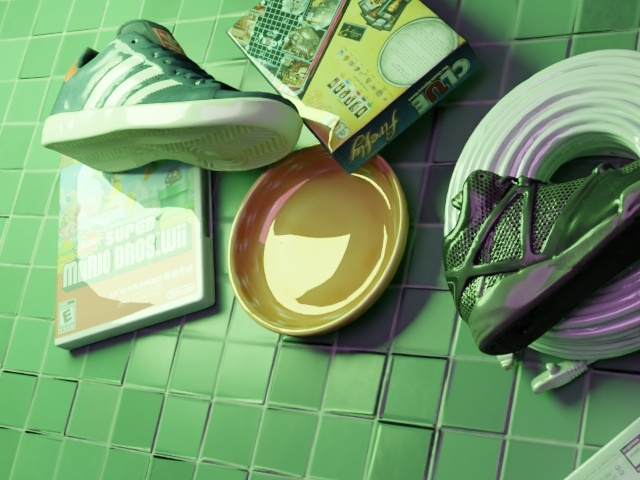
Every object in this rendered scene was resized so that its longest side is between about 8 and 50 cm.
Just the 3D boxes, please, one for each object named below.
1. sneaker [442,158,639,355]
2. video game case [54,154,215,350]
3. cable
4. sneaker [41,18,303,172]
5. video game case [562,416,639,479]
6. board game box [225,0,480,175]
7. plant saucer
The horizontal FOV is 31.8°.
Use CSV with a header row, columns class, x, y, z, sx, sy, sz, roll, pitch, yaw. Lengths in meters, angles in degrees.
class,x,y,z,sx,sy,sz,roll,pitch,yaw
sneaker,0.182,-0.028,0.837,0.227,0.087,0.130,-40,60,18
video game case,-0.209,-0.036,1.247,0.204,0.025,0.285,-18,61,26
cable,0.223,-0.032,0.924,0.257,0.089,0.257,-27,58,21
sneaker,-0.154,-0.158,1.154,0.350,0.131,0.148,3,74,39
video game case,0.249,0.241,0.834,0.201,0.023,0.183,-42,53,10
board game box,0.025,-0.193,1.125,0.165,0.042,0.243,-39,49,2
plant saucer,0.000,0.000,1.089,0.200,0.037,0.200,-14,63,29
